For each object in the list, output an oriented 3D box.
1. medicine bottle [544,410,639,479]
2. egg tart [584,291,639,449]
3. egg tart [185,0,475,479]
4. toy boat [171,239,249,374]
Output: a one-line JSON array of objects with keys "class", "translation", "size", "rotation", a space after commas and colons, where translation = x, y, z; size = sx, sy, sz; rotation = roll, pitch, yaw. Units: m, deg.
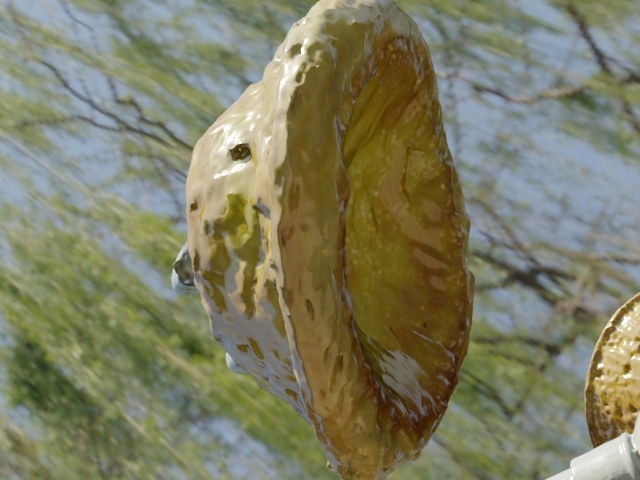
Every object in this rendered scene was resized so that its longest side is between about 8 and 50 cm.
[{"class": "medicine bottle", "translation": [0.288, 0.133, 1.292], "size": [0.352, 0.110, 0.110], "rotation": [-28, -56, 11]}, {"class": "egg tart", "translation": [0.348, 0.144, 1.651], "size": [0.202, 0.147, 0.203], "rotation": [-5, -77, -24]}, {"class": "egg tart", "translation": [0.000, 0.000, 1.138], "size": [0.319, 0.128, 0.319], "rotation": [-3, -90, -71]}, {"class": "toy boat", "translation": [-0.005, 0.008, 1.546], "size": [0.227, 0.085, 0.155], "rotation": [-36, -98, 7]}]
